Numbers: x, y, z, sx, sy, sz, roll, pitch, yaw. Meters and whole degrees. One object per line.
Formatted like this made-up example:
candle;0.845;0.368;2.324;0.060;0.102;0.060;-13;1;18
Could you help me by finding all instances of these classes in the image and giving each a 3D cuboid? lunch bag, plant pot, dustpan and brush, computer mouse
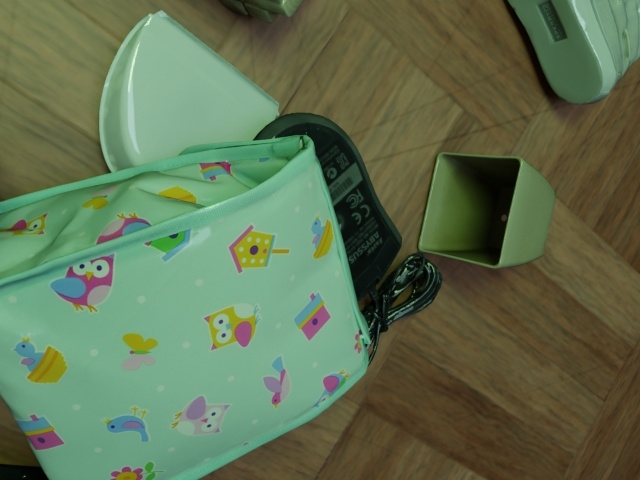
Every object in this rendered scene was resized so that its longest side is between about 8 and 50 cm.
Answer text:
lunch bag;-0.099;0.053;0.474;0.262;0.160;0.223;-20;118;-9
plant pot;0.184;-0.028;0.655;0.096;0.109;0.109;10;93;-38
dustpan and brush;-0.144;-0.064;0.533;0.147;0.060;0.211;33;77;-35
computer mouse;0.000;0.000;0.597;0.188;0.072;0.272;-38;123;-17

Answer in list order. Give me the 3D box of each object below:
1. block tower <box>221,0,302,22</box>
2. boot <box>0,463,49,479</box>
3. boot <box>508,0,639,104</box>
block tower;-0.085;-0.293;0.402;0.097;0.091;0.335;-57;151;-8
boot;-0.351;0.358;0.367;0.146;0.367;0.445;31;87;20
boot;0.273;-0.286;0.672;0.123;0.095;0.258;-40;114;-27
